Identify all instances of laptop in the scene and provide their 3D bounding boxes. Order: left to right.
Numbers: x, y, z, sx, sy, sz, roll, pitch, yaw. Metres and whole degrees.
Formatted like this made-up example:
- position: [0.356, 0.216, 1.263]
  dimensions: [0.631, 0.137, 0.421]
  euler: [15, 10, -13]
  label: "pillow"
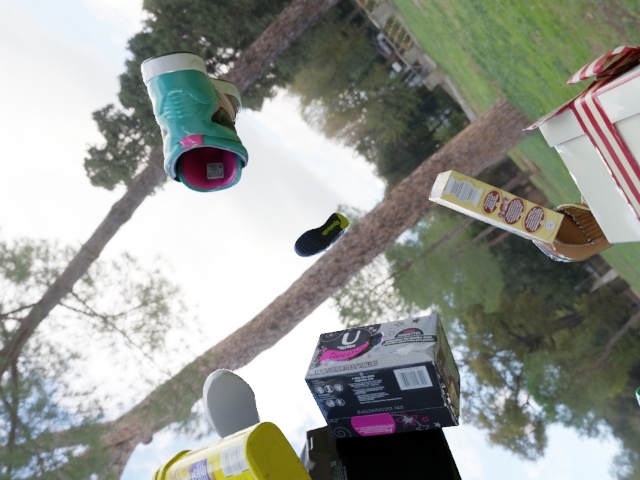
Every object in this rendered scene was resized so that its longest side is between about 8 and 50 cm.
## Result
- position: [0.069, 0.540, 0.979]
  dimensions: [0.382, 0.408, 0.236]
  euler: [-101, -6, -66]
  label: "laptop"

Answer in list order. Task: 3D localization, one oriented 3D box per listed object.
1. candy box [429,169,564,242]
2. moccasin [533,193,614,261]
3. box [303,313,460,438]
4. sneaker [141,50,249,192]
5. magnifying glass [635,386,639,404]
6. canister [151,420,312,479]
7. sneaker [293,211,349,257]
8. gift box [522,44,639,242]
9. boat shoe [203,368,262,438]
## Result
- position: [0.277, -0.055, 0.888]
  dimensions: [0.187, 0.053, 0.109]
  euler: [21, -176, 1]
  label: "candy box"
- position: [0.634, -0.046, 1.248]
  dimensions: [0.380, 0.147, 0.139]
  euler: [-7, -130, -23]
  label: "moccasin"
- position: [0.121, 0.254, 1.039]
  dimensions: [0.142, 0.247, 0.163]
  euler: [-65, -43, -59]
  label: "box"
- position: [-0.170, -0.163, 0.854]
  dimensions: [0.295, 0.124, 0.178]
  euler: [-21, -82, -83]
  label: "sneaker"
- position: [0.541, 0.219, 0.738]
  dimensions: [0.092, 0.231, 0.026]
  euler: [-13, -92, -27]
  label: "magnifying glass"
- position: [-0.099, 0.287, 0.630]
  dimensions: [0.126, 0.170, 0.073]
  euler: [59, -149, 0]
  label: "canister"
- position: [0.000, 0.000, 1.092]
  dimensions: [0.053, 0.059, 0.144]
  euler: [47, -130, 12]
  label: "sneaker"
- position: [0.472, -0.156, 0.769]
  dimensions: [0.258, 0.255, 0.276]
  euler: [60, 165, -3]
  label: "gift box"
- position: [-0.158, 0.331, 1.047]
  dimensions: [0.088, 0.096, 0.267]
  euler: [28, 151, 48]
  label: "boat shoe"
